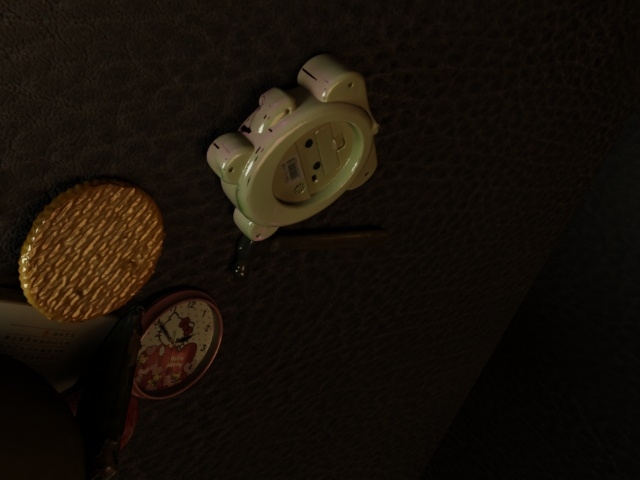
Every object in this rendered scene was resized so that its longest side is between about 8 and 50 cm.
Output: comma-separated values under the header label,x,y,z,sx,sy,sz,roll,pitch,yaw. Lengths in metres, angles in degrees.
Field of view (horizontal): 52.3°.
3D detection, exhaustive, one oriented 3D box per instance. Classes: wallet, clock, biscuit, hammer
label,x,y,z,sx,sy,sz,roll,pitch,yaw
wallet,-0.363,0.270,1.087,0.044,0.317,0.169,28,126,-28
clock,-0.297,0.208,1.305,0.244,0.056,0.244,-30,133,-38
clock,-0.042,-0.156,1.189,0.309,0.114,0.284,-34,145,-14
biscuit,-0.361,0.017,1.050,0.254,0.035,0.253,-30,135,-36
hammer,0.000,0.000,1.448,0.440,0.044,0.168,-2,128,-47

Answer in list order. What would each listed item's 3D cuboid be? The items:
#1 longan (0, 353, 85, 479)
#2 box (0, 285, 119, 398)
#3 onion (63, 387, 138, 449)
label,x,y,z,sx,sy,sz,roll,pitch,yaw
longan,-0.515,0.327,0.849,0.405,0.404,0.336,-27,-179,-26
box,-0.526,0.167,1.044,0.204,0.051,0.365,-54,145,10
onion,-0.470,0.399,1.264,0.283,0.120,0.227,-45,159,11
